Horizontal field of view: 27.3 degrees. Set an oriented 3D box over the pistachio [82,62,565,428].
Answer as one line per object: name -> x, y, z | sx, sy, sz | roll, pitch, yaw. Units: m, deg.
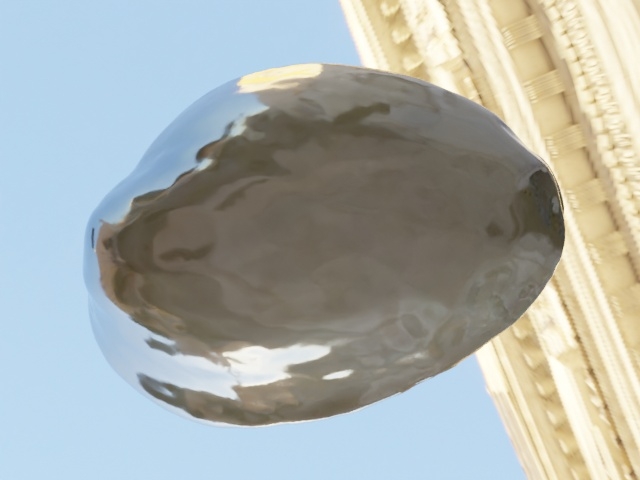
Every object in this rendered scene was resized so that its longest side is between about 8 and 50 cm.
pistachio -> 0.000, 0.000, 0.405 | 0.149, 0.113, 0.113 | -4, -86, 13
